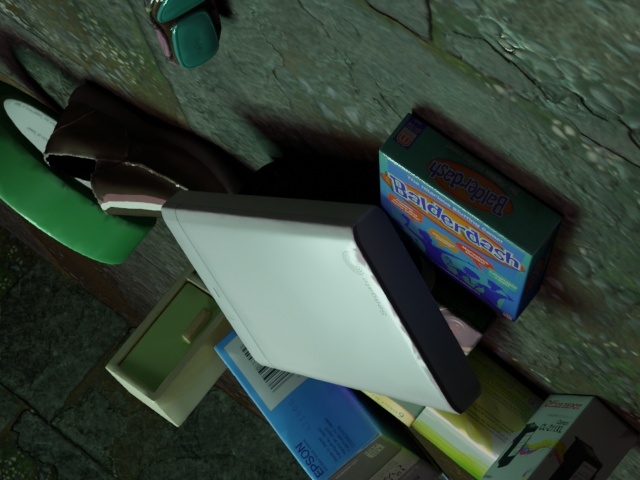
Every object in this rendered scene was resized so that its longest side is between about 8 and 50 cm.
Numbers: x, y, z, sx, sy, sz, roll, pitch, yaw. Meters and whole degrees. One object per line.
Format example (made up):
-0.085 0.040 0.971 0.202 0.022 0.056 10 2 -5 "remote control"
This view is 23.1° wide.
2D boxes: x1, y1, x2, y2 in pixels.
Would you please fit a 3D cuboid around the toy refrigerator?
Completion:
-0.157 0.105 2.108 0.102 0.269 0.094 31 165 32 "toy refrigerator"

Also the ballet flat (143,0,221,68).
-0.127 -0.220 1.360 0.079 0.077 0.221 56 171 11 "ballet flat"

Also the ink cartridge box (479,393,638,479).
0.249 0.255 1.720 0.072 0.175 0.127 43 167 -8 "ink cartridge box"

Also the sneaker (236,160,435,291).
0.000 0.000 1.672 0.147 0.104 0.296 40 173 -31 "sneaker"

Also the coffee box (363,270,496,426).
0.102 0.116 1.728 0.113 0.040 0.184 38 133 3 "coffee box"

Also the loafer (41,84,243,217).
-0.213 -0.069 1.968 0.366 0.130 0.134 28 164 39 "loafer"

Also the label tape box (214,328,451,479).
0.025 0.242 2.134 0.249 0.115 0.347 50 -178 27 "label tape box"

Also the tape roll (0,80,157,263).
-0.377 -0.099 2.195 0.321 0.077 0.321 40 -170 -8 "tape roll"

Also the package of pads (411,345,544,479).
0.147 0.179 1.905 0.296 0.101 0.229 38 169 3 "package of pads"

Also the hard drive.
-0.009 0.056 1.615 0.353 0.047 0.233 6 133 54 "hard drive"

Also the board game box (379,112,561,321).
0.128 -0.015 1.394 0.160 0.047 0.210 36 167 14 "board game box"
